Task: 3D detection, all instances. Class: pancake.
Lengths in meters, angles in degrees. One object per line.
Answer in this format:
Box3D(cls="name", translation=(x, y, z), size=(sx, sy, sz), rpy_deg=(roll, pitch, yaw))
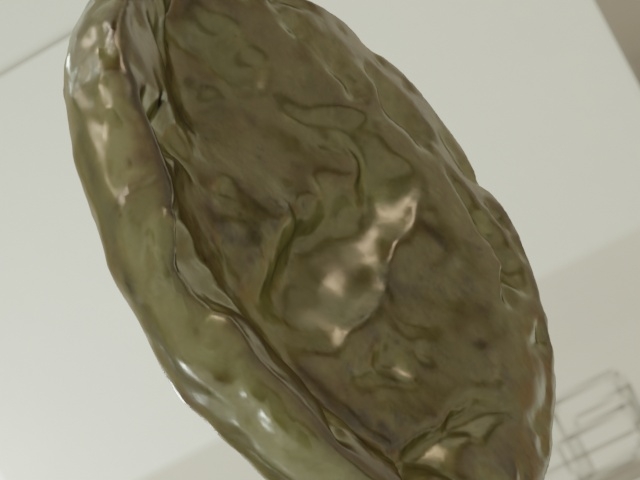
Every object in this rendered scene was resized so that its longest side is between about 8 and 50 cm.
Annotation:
Box3D(cls="pancake", translation=(0.000, 0.000, 0.608), size=(0.242, 0.050, 0.242), rpy_deg=(36, -142, -35))
